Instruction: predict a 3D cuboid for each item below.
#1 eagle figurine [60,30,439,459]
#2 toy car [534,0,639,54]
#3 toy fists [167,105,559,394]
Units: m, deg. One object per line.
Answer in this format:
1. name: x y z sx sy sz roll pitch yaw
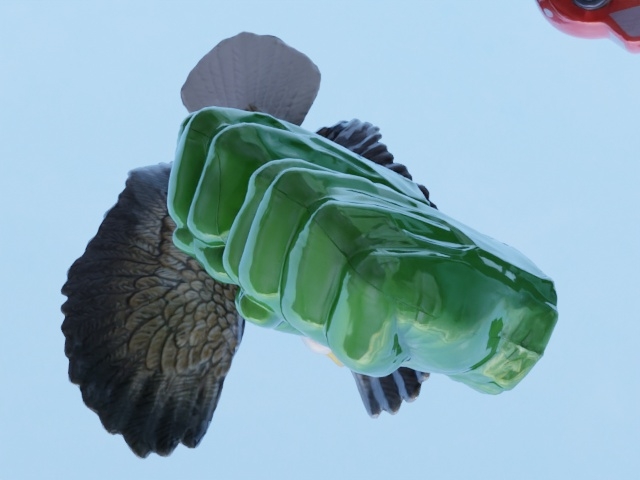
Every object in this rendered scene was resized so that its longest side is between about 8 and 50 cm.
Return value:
1. eagle figurine: -0.034 0.008 1.080 0.225 0.226 0.298 31 -164 -6
2. toy car: 0.257 -0.148 0.809 0.239 0.225 0.053 -17 -85 -20
3. toy fists: 0.000 0.000 0.834 0.142 0.279 0.096 24 -82 -28
